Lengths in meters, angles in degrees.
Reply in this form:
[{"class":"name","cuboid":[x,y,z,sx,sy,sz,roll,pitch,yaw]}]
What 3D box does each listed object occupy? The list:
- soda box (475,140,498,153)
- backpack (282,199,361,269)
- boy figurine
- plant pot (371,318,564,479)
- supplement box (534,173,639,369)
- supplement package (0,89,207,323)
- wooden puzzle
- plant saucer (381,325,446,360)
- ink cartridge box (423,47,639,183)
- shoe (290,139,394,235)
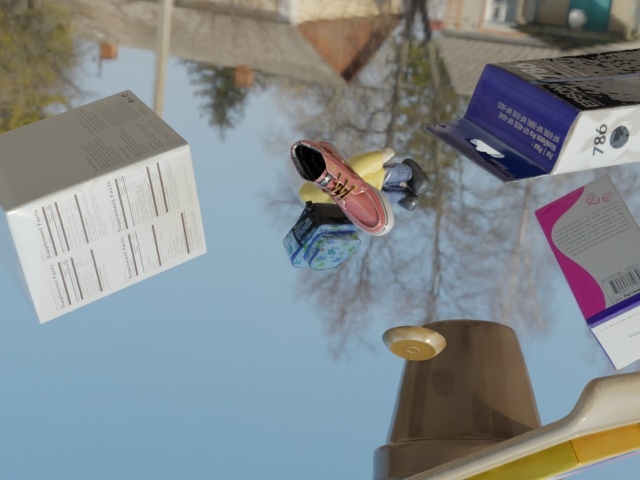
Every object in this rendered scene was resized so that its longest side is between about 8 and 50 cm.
[{"class":"soda box","cuboid":[0.390,-0.200,1.779,0.216,0.073,0.069,3,-148,9]},{"class":"backpack","cuboid":[0.000,0.000,1.581,0.105,0.114,0.084,-2,-124,-42]},{"class":"boy figurine","cuboid":[0.083,-0.103,1.896,0.285,0.177,0.092,-9,-132,-46]},{"class":"plant pot","cuboid":[0.205,0.237,1.378,0.263,0.229,0.263,3,161,1]},{"class":"supplement box","cuboid":[0.374,0.036,1.270,0.111,0.114,0.220,-28,-139,15]},{"class":"supplement package","cuboid":[-0.334,-0.055,1.415,0.263,0.198,0.199,-24,-138,-24]},{"class":"wooden puzzle","cuboid":[0.158,0.163,0.726,0.221,0.239,0.044,4,-123,-48]},{"class":"plant saucer","cuboid":[0.120,0.136,1.276,0.083,0.083,0.015,7,-121,4]},{"class":"ink cartridge box","cuboid":[0.282,-0.131,0.952,0.333,0.065,0.165,-11,-152,-20]},{"class":"shoe","cuboid":[0.027,-0.076,1.414,0.178,0.063,0.081,52,-154,23]}]
